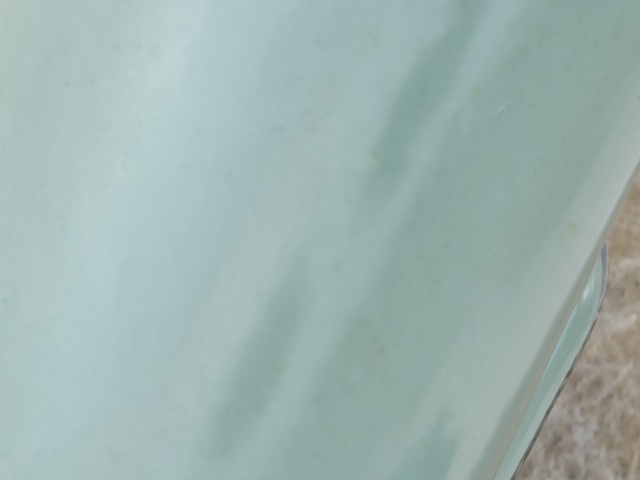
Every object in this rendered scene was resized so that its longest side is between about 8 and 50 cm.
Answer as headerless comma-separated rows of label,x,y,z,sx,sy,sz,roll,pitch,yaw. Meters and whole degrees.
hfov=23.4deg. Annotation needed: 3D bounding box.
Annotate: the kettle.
kettle,0.000,0.000,0.569,0.250,0.377,0.361,24,3,33
